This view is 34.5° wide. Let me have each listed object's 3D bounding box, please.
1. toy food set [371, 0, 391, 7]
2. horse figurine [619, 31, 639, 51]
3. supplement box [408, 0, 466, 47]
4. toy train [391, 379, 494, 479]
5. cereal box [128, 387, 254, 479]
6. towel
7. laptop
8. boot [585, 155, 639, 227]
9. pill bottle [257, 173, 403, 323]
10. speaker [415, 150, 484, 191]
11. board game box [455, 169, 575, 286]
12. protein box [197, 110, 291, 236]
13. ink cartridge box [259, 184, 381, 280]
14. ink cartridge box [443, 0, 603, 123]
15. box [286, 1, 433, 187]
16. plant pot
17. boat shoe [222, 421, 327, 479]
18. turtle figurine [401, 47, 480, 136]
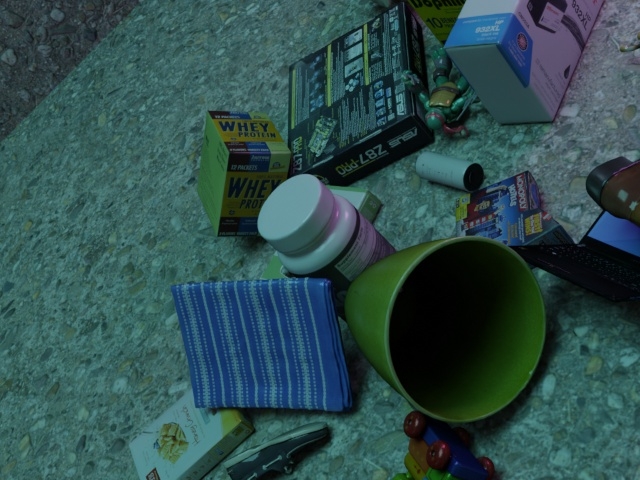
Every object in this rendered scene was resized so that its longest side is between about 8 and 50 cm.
[{"bbox_3d":[0.224,-0.645,2.370,0.306,0.092,0.220,-32,34,-10],"label":"toy food set"},{"bbox_3d":[0.637,-0.402,1.786,0.174,0.066,0.263,11,67,55],"label":"horse figurine"},{"bbox_3d":[0.280,-0.550,2.028,0.194,0.356,0.195,10,63,49],"label":"supplement box"},{"bbox_3d":[0.150,0.333,1.572,0.143,0.105,0.248,-61,26,10],"label":"toy train"},{"bbox_3d":[-0.248,0.373,1.947,0.240,0.047,0.173,-42,38,5],"label":"cereal box"},{"bbox_3d":[-0.107,0.187,1.811,0.336,0.243,0.040,-4,13,29],"label":"towel"},{"bbox_3d":[0.455,-0.014,1.543,0.234,0.264,0.137,29,115,53],"label":"laptop"},{"bbox_3d":[0.560,-0.076,1.482,0.264,0.096,0.280,-21,32,-9],"label":"boot"},{"bbox_3d":[0.026,0.021,1.808,0.161,0.283,0.161,-26,41,25],"label":"pill bottle"},{"bbox_3d":[0.241,-0.130,1.929,0.136,0.055,0.055,21,72,52],"label":"speaker"},{"bbox_3d":[0.325,-0.017,1.738,0.194,0.060,0.194,-21,44,29],"label":"board game box"},{"bbox_3d":[-0.167,-0.144,2.194,0.200,0.136,0.201,-120,35,-52],"label":"protein box"},{"bbox_3d":[0.000,0.000,2.046,0.171,0.056,0.235,9,66,49],"label":"ink cartridge box"},{"bbox_3d":[0.383,-0.403,1.902,0.129,0.223,0.307,3,59,45],"label":"ink cartridge box"},{"bbox_3d":[0.076,-0.302,2.217,0.318,0.097,0.395,-25,42,23],"label":"box"},{"bbox_3d":[0.158,0.119,1.631,0.275,0.275,0.293,-54,22,-10],"label":"plant pot"},{"bbox_3d":[-0.069,0.373,1.783,0.206,0.075,0.065,-26,84,17],"label":"boat shoe"},{"bbox_3d":[0.244,-0.292,2.021,0.175,0.118,0.234,14,47,14],"label":"turtle figurine"}]
